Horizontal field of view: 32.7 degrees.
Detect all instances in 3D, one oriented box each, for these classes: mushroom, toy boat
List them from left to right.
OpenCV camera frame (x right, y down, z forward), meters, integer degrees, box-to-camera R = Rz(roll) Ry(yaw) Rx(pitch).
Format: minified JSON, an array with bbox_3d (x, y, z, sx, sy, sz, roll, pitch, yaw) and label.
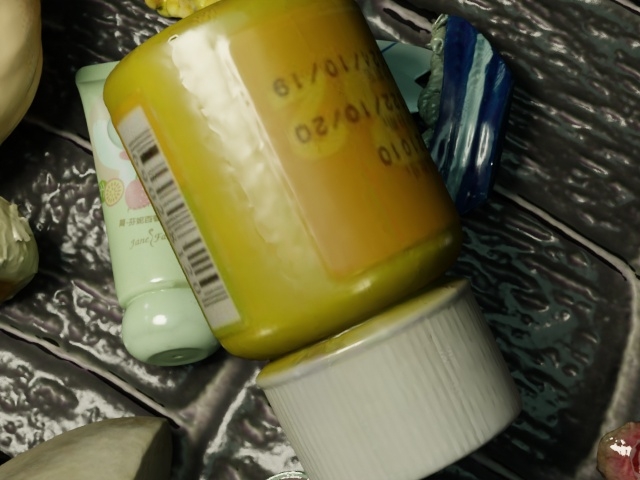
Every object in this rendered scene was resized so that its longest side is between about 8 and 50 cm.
[{"bbox_3d":[-0.238,0.230,0.849,0.350,0.128,0.128,-14,71,-45],"label":"mushroom"},{"bbox_3d":[0.031,-0.123,1.035,0.291,0.067,0.220,11,79,18],"label":"toy boat"}]

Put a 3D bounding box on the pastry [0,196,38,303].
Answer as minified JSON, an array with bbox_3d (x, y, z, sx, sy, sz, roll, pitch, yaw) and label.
[{"bbox_3d":[-0.331,0.013,0.964,0.166,0.166,0.088,-20,75,-1],"label":"pastry"}]

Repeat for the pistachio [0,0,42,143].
[{"bbox_3d":[-0.364,-0.169,0.966,0.230,0.230,0.309,38,82,11],"label":"pistachio"}]

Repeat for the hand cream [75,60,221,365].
[{"bbox_3d":[-0.145,-0.038,1.007,0.147,0.093,0.305,-10,68,3],"label":"hand cream"}]

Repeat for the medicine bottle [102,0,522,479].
[{"bbox_3d":[0.000,0.000,0.888,0.224,0.224,0.384,-26,89,-3],"label":"medicine bottle"}]

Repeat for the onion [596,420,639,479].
[{"bbox_3d":[0.390,0.193,0.826,0.385,0.348,0.347,4,74,41],"label":"onion"}]

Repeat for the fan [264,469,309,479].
[{"bbox_3d":[-0.013,0.226,0.969,0.085,0.005,0.133,27,81,10],"label":"fan"}]

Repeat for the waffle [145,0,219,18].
[{"bbox_3d":[-0.108,-0.328,0.992,0.309,0.065,0.283,38,124,-4],"label":"waffle"}]

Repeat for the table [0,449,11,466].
[{"bbox_3d":[-0.405,0.196,0.917,0.193,0.172,0.169,31,81,14],"label":"table"}]
